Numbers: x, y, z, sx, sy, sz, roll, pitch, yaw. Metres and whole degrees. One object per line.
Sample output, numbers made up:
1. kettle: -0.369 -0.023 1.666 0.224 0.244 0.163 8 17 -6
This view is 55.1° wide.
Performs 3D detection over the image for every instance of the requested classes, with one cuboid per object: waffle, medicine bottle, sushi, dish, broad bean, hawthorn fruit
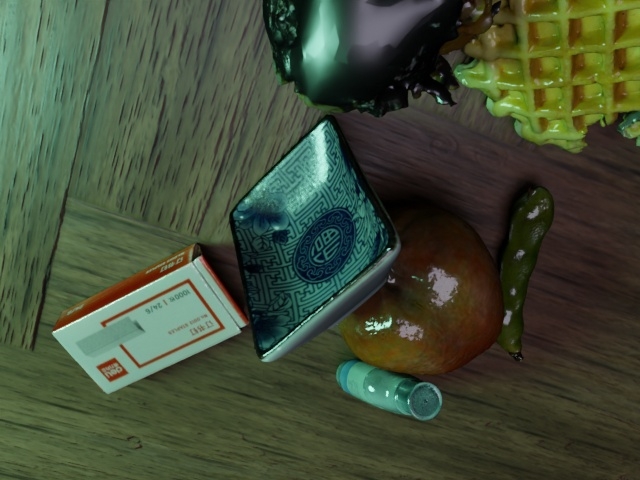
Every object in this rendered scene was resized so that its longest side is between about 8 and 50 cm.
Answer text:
1. waffle: 0.268 -0.182 0.596 0.250 0.056 0.261 26 151 -8
2. medicine bottle: 0.087 0.186 0.769 0.090 0.208 0.054 21 79 -13
3. sushi: 0.057 -0.241 0.555 0.200 0.213 0.204 -6 135 -24
4. dish: 0.000 0.000 0.653 0.182 0.243 0.080 -42 128 18
5. broad bean: 0.251 0.045 0.779 0.052 0.052 0.256 -21 125 -34
6. hawthorn fruit: 0.134 0.075 0.725 0.251 0.199 0.199 32 113 -32

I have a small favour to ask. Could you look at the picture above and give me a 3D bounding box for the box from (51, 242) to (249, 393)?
1. box: -0.216 0.103 0.795 0.229 0.050 0.123 -25 116 11
